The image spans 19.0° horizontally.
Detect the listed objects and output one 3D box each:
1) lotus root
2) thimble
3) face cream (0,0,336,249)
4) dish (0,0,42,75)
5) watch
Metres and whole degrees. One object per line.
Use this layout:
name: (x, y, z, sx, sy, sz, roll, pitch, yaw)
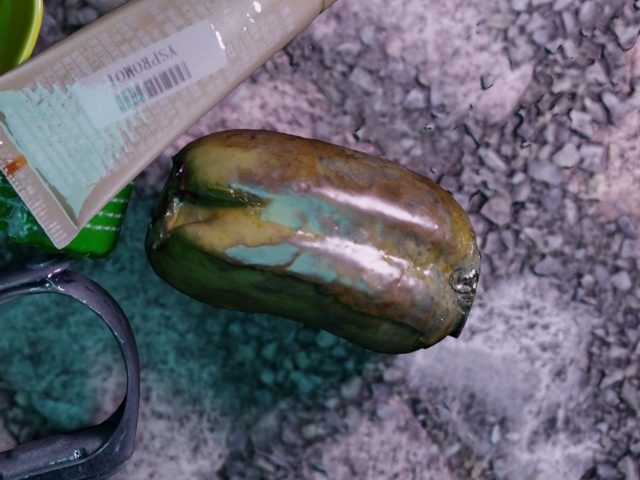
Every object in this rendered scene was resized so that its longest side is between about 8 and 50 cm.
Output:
lotus root: (0.000, 0.000, 1.535, 0.275, 0.160, 0.152, 20, 71, -12)
thimble: (-0.214, -0.040, 1.511, 0.118, 0.130, 0.090, 21, 96, 16)
face cream: (-0.111, -0.147, 1.481, 0.341, 0.084, 0.137, -39, 101, -21)
dish: (-0.334, -0.149, 1.481, 0.221, 0.108, 0.262, 13, 93, -8)
watch: (-0.248, 0.115, 1.543, 0.206, 0.068, 0.193, -14, 108, 3)
